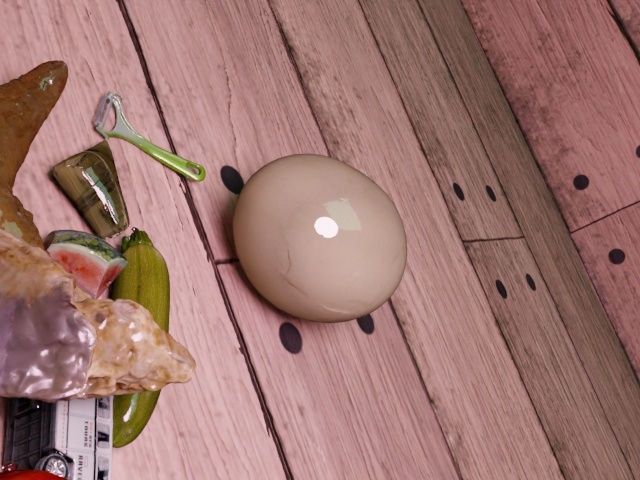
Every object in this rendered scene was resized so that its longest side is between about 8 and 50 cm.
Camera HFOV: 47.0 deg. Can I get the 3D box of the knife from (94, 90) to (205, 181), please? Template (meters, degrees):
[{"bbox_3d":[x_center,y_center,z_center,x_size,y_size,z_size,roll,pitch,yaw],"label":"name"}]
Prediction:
[{"bbox_3d":[-0.221,-0.128,0.969,0.166,0.023,0.078,34,47,-33],"label":"knife"}]

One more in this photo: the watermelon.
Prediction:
[{"bbox_3d":[-0.259,0.022,0.784,0.084,0.072,0.092,41,-3,-10],"label":"watermelon"}]

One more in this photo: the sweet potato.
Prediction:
[{"bbox_3d":[-0.319,-0.057,0.710,0.124,0.098,0.309,13,57,-33],"label":"sweet potato"}]

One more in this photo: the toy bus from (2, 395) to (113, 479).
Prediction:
[{"bbox_3d":[-0.237,0.165,0.668,0.089,0.087,0.193,27,46,-47],"label":"toy bus"}]

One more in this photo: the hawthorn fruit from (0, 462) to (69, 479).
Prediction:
[{"bbox_3d":[-0.226,0.245,0.491,0.230,0.210,0.265,-14,78,-22],"label":"hawthorn fruit"}]

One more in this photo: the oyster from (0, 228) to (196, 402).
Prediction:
[{"bbox_3d":[-0.264,0.061,0.579,0.342,0.110,0.166,24,62,-9],"label":"oyster"}]

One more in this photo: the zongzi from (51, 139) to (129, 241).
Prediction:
[{"bbox_3d":[-0.250,-0.061,0.865,0.104,0.052,0.113,61,18,-14],"label":"zongzi"}]

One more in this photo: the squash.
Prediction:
[{"bbox_3d":[-0.197,0.100,0.790,0.069,0.069,0.258,32,43,-38],"label":"squash"}]

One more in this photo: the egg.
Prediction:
[{"bbox_3d":[0.000,0.000,1.001,0.269,0.219,0.219,34,41,-30],"label":"egg"}]
